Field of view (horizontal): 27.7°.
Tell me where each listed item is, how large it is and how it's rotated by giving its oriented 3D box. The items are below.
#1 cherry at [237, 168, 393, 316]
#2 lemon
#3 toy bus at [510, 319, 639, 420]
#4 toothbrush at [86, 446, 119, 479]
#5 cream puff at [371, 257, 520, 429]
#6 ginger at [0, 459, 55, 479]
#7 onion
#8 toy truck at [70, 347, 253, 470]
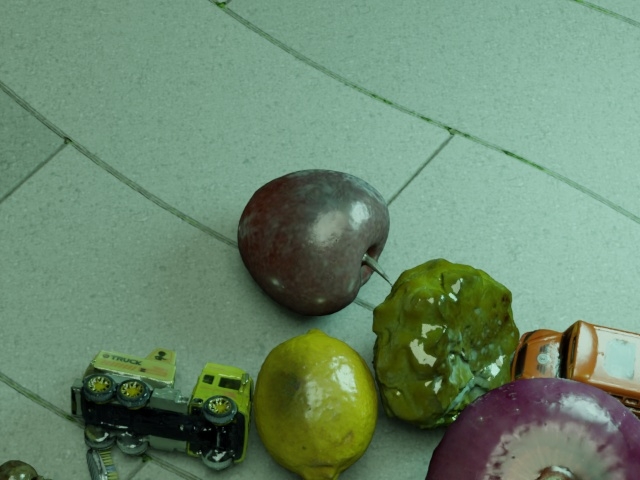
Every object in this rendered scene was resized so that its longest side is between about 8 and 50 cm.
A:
[{"bbox_3d":[0.000,0.000,2.067,0.285,0.213,0.236,30,54,23],"label":"cherry"},{"bbox_3d":[-0.006,0.247,1.937,0.188,0.188,0.257,-2,61,-5],"label":"lemon"},{"bbox_3d":[0.462,0.215,2.005,0.329,0.153,0.143,12,58,6],"label":"toy bus"},{"bbox_3d":[-0.256,0.479,1.874,0.042,0.035,0.413,-7,59,-35],"label":"toothbrush"},{"bbox_3d":[0.174,0.160,1.997,0.185,0.282,0.282,4,52,41],"label":"cream puff"},{"bbox_3d":[-0.389,0.389,1.889,0.204,0.080,0.104,24,94,16],"label":"ginger"},{"bbox_3d":[0.334,0.364,1.827,0.358,0.345,0.358,10,66,-23],"label":"onion"},{"bbox_3d":[-0.233,0.239,1.966,0.272,0.124,0.157,9,37,4],"label":"toy truck"}]
